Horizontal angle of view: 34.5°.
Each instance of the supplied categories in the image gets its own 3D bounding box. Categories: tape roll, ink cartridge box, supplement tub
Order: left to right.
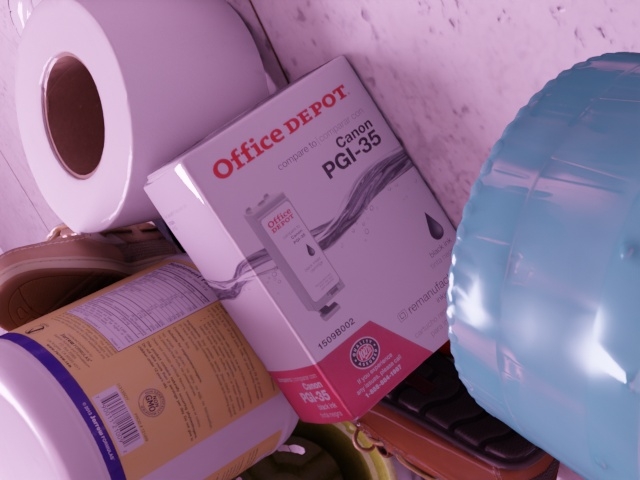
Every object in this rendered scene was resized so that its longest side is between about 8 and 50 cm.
[{"bbox_3d":[-0.192,-0.140,1.094,0.246,0.169,0.246,19,116,45],"label":"tape roll"},{"bbox_3d":[-0.170,0.154,1.056,0.241,0.331,0.241,25,128,37],"label":"supplement tub"},{"bbox_3d":[0.000,0.000,0.982,0.283,0.207,0.117,56,154,-8],"label":"ink cartridge box"}]

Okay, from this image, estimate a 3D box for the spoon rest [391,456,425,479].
[{"bbox_3d":[0.086,0.335,1.459,0.137,0.084,0.276,60,168,-12],"label":"spoon rest"}]

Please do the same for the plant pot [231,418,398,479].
[{"bbox_3d":[-0.047,0.336,1.330,0.276,0.276,0.254,50,170,7],"label":"plant pot"}]

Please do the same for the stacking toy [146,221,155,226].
[{"bbox_3d":[-0.352,0.005,1.740,0.141,0.141,0.330,50,161,7],"label":"stacking toy"}]

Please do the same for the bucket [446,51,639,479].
[{"bbox_3d":[0.217,0.028,0.565,0.183,0.281,0.281,27,145,47],"label":"bucket"}]

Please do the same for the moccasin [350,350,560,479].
[{"bbox_3d":[0.100,0.189,1.167,0.380,0.139,0.147,24,135,33],"label":"moccasin"}]

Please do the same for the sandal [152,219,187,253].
[{"bbox_3d":[-0.182,-0.071,1.377,0.446,0.107,0.167,42,158,53],"label":"sandal"}]

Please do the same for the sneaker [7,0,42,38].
[{"bbox_3d":[-0.339,-0.226,1.394,0.129,0.111,0.297,28,138,30],"label":"sneaker"}]

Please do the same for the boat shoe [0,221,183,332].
[{"bbox_3d":[-0.267,0.031,1.158,0.110,0.122,0.341,54,-164,15],"label":"boat shoe"}]

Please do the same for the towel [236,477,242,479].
[{"bbox_3d":[-0.191,0.412,1.819,0.332,0.053,0.317,47,-166,-5],"label":"towel"}]
